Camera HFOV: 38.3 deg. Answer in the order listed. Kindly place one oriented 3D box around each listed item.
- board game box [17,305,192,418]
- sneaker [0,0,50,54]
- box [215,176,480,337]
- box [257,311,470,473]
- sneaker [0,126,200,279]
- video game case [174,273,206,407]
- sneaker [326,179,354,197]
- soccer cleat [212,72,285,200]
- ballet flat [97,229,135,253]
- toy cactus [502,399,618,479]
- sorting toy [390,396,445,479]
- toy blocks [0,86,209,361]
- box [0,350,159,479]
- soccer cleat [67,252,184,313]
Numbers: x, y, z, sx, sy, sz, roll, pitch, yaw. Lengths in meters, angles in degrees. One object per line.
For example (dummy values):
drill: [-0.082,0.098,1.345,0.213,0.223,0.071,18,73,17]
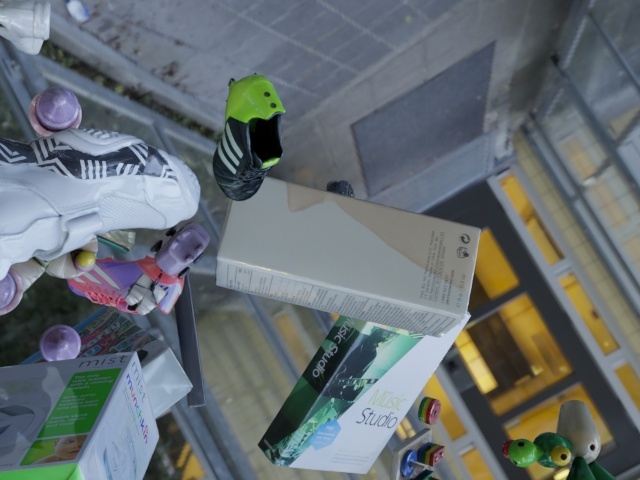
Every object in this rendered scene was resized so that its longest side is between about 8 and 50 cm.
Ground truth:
board game box: [-0.387,0.243,1.591,0.224,0.098,0.303,-37,-153,-22]
sneaker: [-0.472,-0.336,1.418,0.094,0.080,0.212,1,-178,-22]
box: [0.029,0.022,1.173,0.311,0.121,0.148,14,163,-4]
box: [0.073,0.210,1.411,0.232,0.058,0.322,21,104,-48]
sneaker: [-0.278,0.007,0.811,0.365,0.210,0.137,7,166,-35]
video game case: [-0.254,0.155,1.744,0.035,0.275,0.248,-7,-176,-9]
sneaker: [0.000,0.000,1.740,0.121,0.111,0.300,4,140,-5]
soccer cleat: [-0.070,-0.089,0.935,0.060,0.072,0.179,-21,150,-23]
ballet flat: [-0.419,-0.028,1.712,0.168,0.052,0.057,28,162,-36]
toy cactus: [0.280,0.260,1.010,0.112,0.219,0.181,-51,-164,37]
sorting toy: [0.166,0.414,1.579,0.046,0.275,0.132,11,-168,30]
toy blocks: [-0.317,-0.005,1.156,0.288,0.309,0.260,-48,-169,-17]
box: [-0.328,0.236,0.976,0.261,0.127,0.231,-8,-159,7]
soccer cleat: [-0.321,0.076,1.473,0.248,0.095,0.083,-6,148,32]
